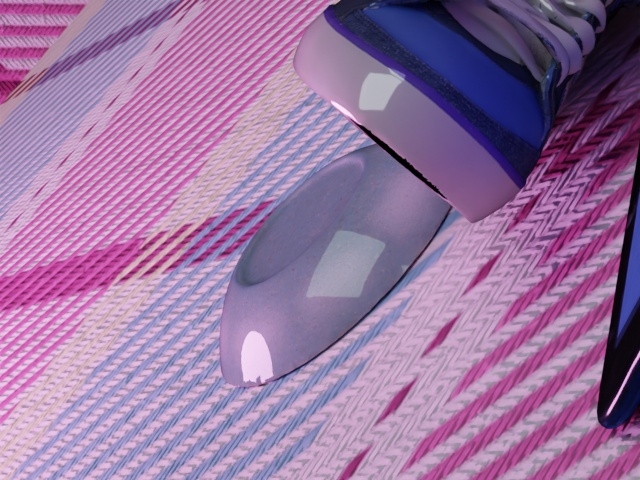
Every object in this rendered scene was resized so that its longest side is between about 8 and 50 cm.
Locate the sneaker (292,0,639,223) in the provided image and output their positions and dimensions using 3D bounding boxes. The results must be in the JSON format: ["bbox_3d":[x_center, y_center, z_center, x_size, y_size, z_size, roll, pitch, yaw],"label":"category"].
[{"bbox_3d":[0.112,-0.147,0.979,0.236,0.130,0.323,-49,2,12],"label":"sneaker"}]

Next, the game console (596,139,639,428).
[{"bbox_3d":[0.117,-0.122,0.778,0.173,0.250,0.293,-33,22,32],"label":"game console"}]

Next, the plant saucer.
[{"bbox_3d":[0.000,0.000,1.125,0.195,0.037,0.195,-40,18,16],"label":"plant saucer"}]
